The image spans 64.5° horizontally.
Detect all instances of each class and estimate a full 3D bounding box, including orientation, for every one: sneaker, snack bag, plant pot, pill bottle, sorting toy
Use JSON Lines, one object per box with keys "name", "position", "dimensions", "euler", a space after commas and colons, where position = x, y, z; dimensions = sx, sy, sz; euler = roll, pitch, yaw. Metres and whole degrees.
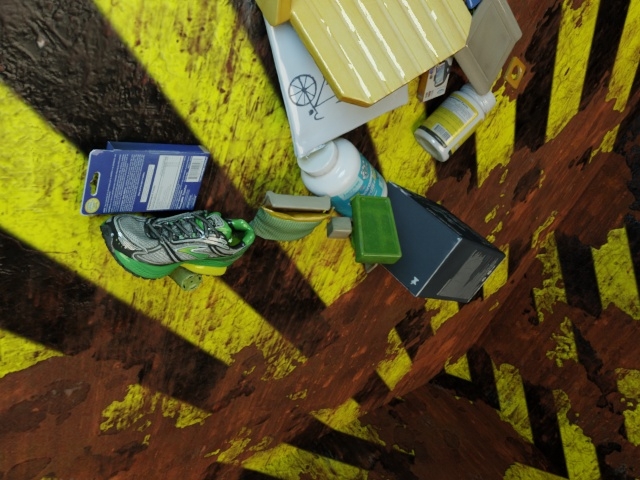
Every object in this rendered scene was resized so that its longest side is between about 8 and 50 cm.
{"name": "sneaker", "position": [-0.273, -0.015, 1.009], "dimensions": [0.146, 0.134, 0.344], "euler": [-40, 159, 26]}
{"name": "snack bag", "position": [0.048, -0.370, 0.999], "dimensions": [0.323, 0.037, 0.342], "euler": [-31, 131, -22]}
{"name": "plant pot", "position": [-0.303, 0.069, 1.132], "dimensions": [0.083, 0.079, 0.083], "euler": [-29, 144, -24]}
{"name": "pill bottle", "position": [0.049, -0.150, 1.206], "dimensions": [0.146, 0.146, 0.264], "euler": [-49, 147, 7]}
{"name": "pill bottle", "position": [0.367, -0.327, 1.379], "dimensions": [0.208, 0.119, 0.119], "euler": [-45, 147, 2]}
{"name": "sorting toy", "position": [0.407, -0.492, 1.261], "dimensions": [0.348, 0.047, 0.195], "euler": [37, 84, -41]}

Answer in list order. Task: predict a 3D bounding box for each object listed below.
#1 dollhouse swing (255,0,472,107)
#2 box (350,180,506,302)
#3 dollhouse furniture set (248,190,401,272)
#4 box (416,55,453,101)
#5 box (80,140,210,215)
{"name": "dollhouse swing", "position": [0.099, -0.438, 0.761], "dimensions": [0.347, 0.304, 0.315], "euler": [-34, 172, -15]}
{"name": "box", "position": [0.340, 0.016, 1.571], "dimensions": [0.396, 0.293, 0.211], "euler": [12, 117, -53]}
{"name": "dollhouse furniture set", "position": [0.000, 0.000, 1.168], "dimensions": [0.302, 0.151, 0.197], "euler": [2, 157, -18]}
{"name": "box", "position": [0.289, -0.412, 1.284], "dimensions": [0.081, 0.028, 0.136], "euler": [-27, 141, -25]}
{"name": "box", "position": [-0.326, -0.115, 0.941], "dimensions": [0.225, 0.036, 0.136], "euler": [-8, 133, -45]}
